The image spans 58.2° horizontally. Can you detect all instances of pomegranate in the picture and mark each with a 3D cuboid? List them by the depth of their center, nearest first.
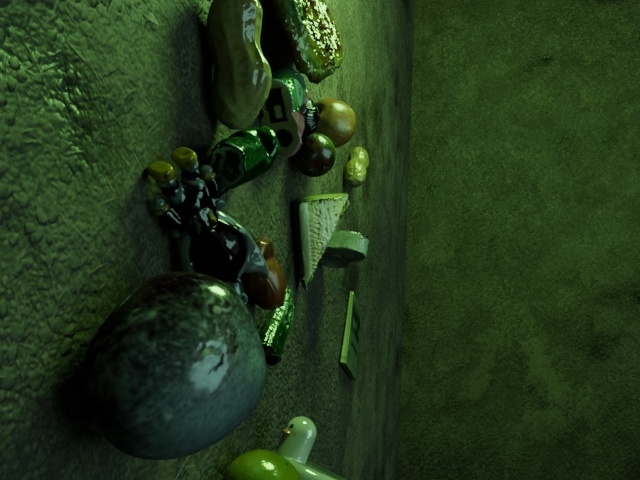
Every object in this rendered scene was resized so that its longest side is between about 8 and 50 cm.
[{"bbox_3d":[-0.022,-0.233,1.557,0.130,0.130,0.130,0,90,-72],"label":"pomegranate"}]

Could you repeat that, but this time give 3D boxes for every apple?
[{"bbox_3d":[0.027,-0.337,1.650,0.131,0.146,0.146,36,55,-47],"label":"apple"}]

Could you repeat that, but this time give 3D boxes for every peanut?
[{"bbox_3d":[-0.156,-0.351,1.098,0.111,0.125,0.275,-20,111,-51],"label":"peanut"},{"bbox_3d":[0.130,-0.269,2.083,0.193,0.089,0.089,-77,159,-47],"label":"peanut"}]

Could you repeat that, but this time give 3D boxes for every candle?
[{"bbox_3d":[0.042,0.020,1.718,0.168,0.192,0.068,21,63,-24],"label":"candle"}]

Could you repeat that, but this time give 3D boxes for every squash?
[{"bbox_3d":[0.000,0.000,1.624,0.169,0.093,0.252,-11,104,-27],"label":"squash"}]

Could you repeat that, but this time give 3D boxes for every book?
[{"bbox_3d":[0.121,0.358,2.156,0.215,0.025,0.283,63,30,-57],"label":"book"}]

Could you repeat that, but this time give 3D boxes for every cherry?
[{"bbox_3d":[-0.200,0.177,0.828,0.296,0.218,0.255,-42,130,-53],"label":"cherry"}]

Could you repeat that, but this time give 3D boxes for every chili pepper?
[{"bbox_3d":[-0.153,-0.162,1.129,0.136,0.099,0.270,-60,-179,26],"label":"chili pepper"},{"bbox_3d":[-0.104,0.190,1.391,0.227,0.059,0.088,-74,145,-50],"label":"chili pepper"}]

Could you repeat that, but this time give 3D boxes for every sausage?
[{"bbox_3d":[-0.128,0.077,1.281,0.089,0.089,0.179,-55,138,-61],"label":"sausage"}]

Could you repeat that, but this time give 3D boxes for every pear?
[{"bbox_3d":[-0.123,0.515,1.195,0.216,0.166,0.180,-139,-146,-79],"label":"pear"}]

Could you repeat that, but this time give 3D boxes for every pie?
[{"bbox_3d":[-0.037,-0.550,1.430,0.288,0.103,0.355,50,29,-47],"label":"pie"}]

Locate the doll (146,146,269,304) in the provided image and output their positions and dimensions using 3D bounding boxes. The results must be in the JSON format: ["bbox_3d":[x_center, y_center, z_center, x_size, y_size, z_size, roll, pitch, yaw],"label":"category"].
[{"bbox_3d":[-0.200,-0.003,1.002,0.145,0.103,0.316,-61,141,-47],"label":"doll"}]

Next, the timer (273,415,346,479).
[{"bbox_3d":[-0.022,0.557,1.351,0.240,0.233,0.233,-66,156,-16],"label":"timer"}]

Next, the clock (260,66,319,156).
[{"bbox_3d":[-0.071,-0.322,1.409,0.195,0.100,0.194,-57,142,-61],"label":"clock"}]
